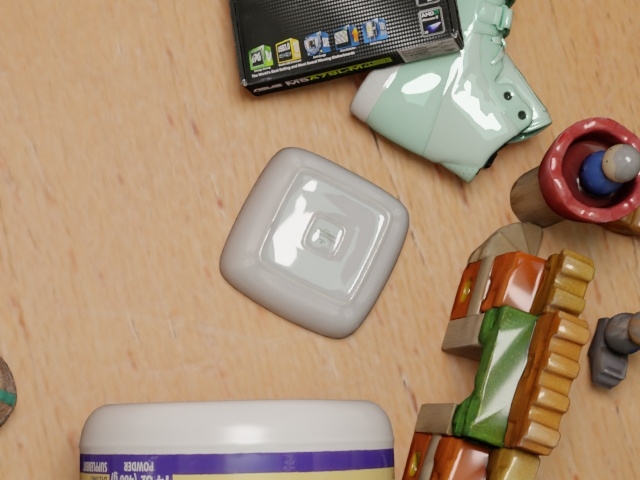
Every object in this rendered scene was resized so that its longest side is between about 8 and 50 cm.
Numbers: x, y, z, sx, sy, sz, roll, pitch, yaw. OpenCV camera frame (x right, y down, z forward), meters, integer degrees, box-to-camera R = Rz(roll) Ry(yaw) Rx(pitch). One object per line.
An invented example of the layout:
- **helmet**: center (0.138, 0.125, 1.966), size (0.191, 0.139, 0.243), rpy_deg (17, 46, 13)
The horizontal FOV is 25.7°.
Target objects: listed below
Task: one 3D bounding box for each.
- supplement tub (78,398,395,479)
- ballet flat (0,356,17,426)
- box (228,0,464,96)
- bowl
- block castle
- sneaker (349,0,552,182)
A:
- **supplement tub**: center (-0.060, 0.287, 1.045), size (0.241, 0.241, 0.331), rpy_deg (0, 82, -10)
- **ballet flat**: center (-0.394, 0.098, 1.078), size (0.316, 0.106, 0.108), rpy_deg (3, 81, -10)
- **box**: center (0.014, -0.230, 1.183), size (0.190, 0.045, 0.184), rpy_deg (-11, 79, 13)
- **bowl**: center (0.000, 0.000, 1.191), size (0.142, 0.053, 0.142), rpy_deg (28, 79, -7)
- **block castle**: center (0.255, 0.151, 1.136), size (0.303, 0.213, 0.453), rpy_deg (19, 80, -7)
- **sneaker**: center (0.158, -0.172, 1.220), size (0.151, 0.094, 0.256), rpy_deg (36, 88, 2)
